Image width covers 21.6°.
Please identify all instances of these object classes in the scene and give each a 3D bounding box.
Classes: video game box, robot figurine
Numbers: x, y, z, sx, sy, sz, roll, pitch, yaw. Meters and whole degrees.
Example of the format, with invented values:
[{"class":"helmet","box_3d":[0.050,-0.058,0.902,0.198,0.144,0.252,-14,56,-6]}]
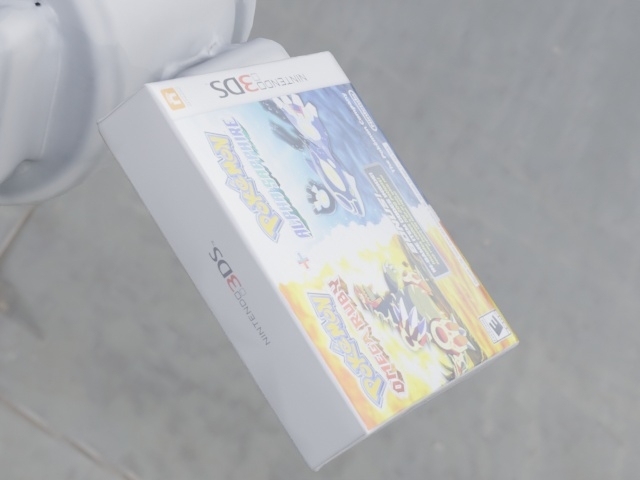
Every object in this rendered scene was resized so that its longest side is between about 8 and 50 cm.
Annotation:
[{"class":"video game box","box_3d":[0.000,0.000,0.882,0.205,0.048,0.187,57,33,7]},{"class":"robot figurine","box_3d":[-0.170,-0.151,1.101,0.300,0.200,0.353,28,32,12]}]
